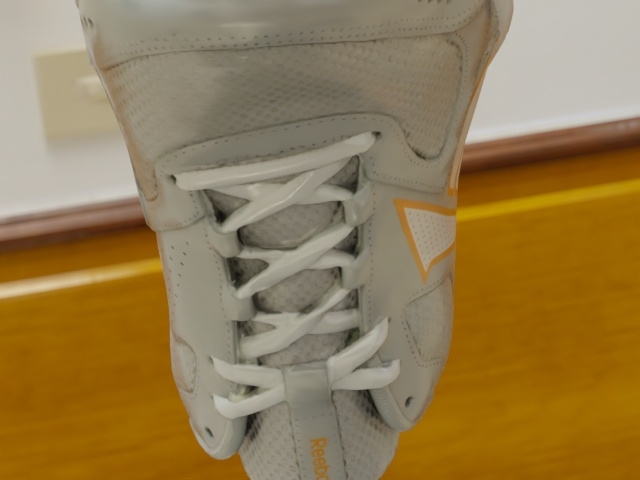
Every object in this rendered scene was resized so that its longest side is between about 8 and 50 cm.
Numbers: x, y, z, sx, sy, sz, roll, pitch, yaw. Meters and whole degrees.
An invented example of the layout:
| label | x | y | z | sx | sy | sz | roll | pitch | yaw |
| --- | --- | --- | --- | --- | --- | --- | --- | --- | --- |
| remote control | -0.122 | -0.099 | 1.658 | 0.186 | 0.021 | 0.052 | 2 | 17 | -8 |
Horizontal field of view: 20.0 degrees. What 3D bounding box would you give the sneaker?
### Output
| label | x | y | z | sx | sy | sz | roll | pitch | yaw |
| --- | --- | --- | --- | --- | --- | --- | --- | --- | --- |
| sneaker | 0.000 | 0.000 | 0.443 | 0.262 | 0.099 | 0.121 | 70 | -162 | -75 |
